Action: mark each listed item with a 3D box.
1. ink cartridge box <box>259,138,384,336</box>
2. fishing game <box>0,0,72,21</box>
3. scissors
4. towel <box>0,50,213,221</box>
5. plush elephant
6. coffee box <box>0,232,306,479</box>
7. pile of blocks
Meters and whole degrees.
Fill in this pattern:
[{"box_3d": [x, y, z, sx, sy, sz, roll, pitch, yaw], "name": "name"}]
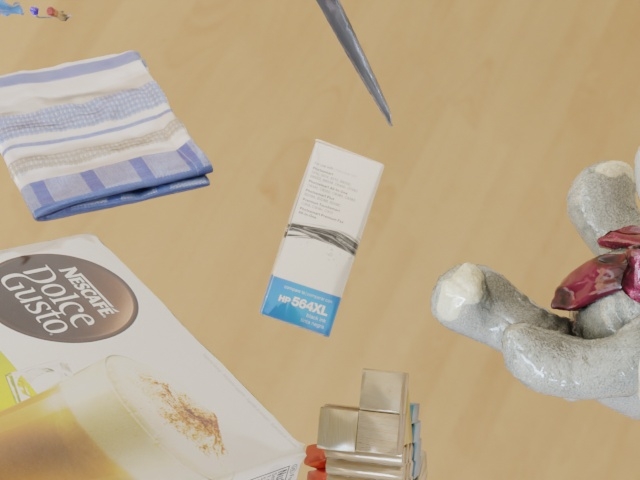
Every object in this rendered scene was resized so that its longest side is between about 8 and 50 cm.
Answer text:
[{"box_3d": [0.000, 0.000, 1.652, 0.085, 0.148, 0.203, 19, 87, -1], "name": "ink cartridge box"}, {"box_3d": [-0.387, -0.249, 1.460, 0.264, 0.189, 0.041, 5, 95, -4], "name": "fishing game"}, {"box_3d": [-0.019, -0.222, 1.132, 0.021, 0.109, 0.297, -51, 132, -50], "name": "scissors"}, {"box_3d": [-0.258, -0.125, 1.634, 0.209, 0.285, 0.034, -14, 129, -18], "name": "towel"}, {"box_3d": [0.296, 0.037, 1.204, 0.271, 0.255, 0.330, -26, 66, -31], "name": "plush elephant"}, {"box_3d": [-0.266, 0.240, 1.219, 0.334, 0.337, 0.338, -13, 130, -38], "name": "coffee box"}, {"box_3d": [0.047, 0.262, 1.569, 0.149, 0.112, 0.362, -67, 158, -52], "name": "pile of blocks"}]
